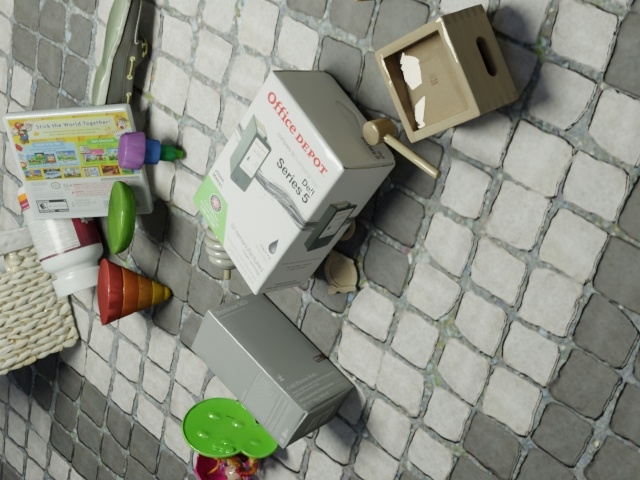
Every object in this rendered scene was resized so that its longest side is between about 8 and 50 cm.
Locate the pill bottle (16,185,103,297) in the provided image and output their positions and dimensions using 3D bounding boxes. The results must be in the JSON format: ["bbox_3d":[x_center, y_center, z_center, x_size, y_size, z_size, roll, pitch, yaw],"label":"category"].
[{"bbox_3d":[-0.488,-0.010,1.802,0.121,0.121,0.221,-17,92,43],"label":"pill bottle"}]

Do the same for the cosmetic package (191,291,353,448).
[{"bbox_3d":[-0.080,0.201,1.512,0.238,0.127,0.107,45,128,19],"label":"cosmetic package"}]

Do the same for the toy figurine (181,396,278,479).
[{"bbox_3d":[-0.162,0.385,1.674,0.173,0.130,0.159,16,131,10],"label":"toy figurine"}]

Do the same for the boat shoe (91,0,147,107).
[{"bbox_3d":[-0.334,-0.320,1.610,0.227,0.069,0.081,-66,31,31],"label":"boat shoe"}]

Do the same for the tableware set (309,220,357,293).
[{"bbox_3d":[0.000,0.000,1.449,0.141,0.020,0.168,14,112,37],"label":"tableware set"}]

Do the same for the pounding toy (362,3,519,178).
[{"bbox_3d":[0.148,-0.177,1.222,0.206,0.094,0.181,-18,97,52],"label":"pounding toy"}]

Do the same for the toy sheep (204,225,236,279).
[{"bbox_3d":[-0.146,0.002,1.531,0.091,0.091,0.132,15,113,37],"label":"toy sheep"}]

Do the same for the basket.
[{"bbox_3d":[-0.730,0.136,1.923,0.331,0.328,0.266,-4,103,41],"label":"basket"}]

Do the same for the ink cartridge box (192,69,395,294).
[{"bbox_3d":[-0.046,-0.086,1.379,0.198,0.115,0.273,55,129,24],"label":"ink cartridge box"}]

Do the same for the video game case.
[{"bbox_3d":[-0.424,-0.136,1.666,0.227,0.026,0.206,-3,120,9],"label":"video game case"}]

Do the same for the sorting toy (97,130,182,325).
[{"bbox_3d":[-0.307,-0.015,1.657,0.127,0.126,0.365,-126,44,-56],"label":"sorting toy"}]
